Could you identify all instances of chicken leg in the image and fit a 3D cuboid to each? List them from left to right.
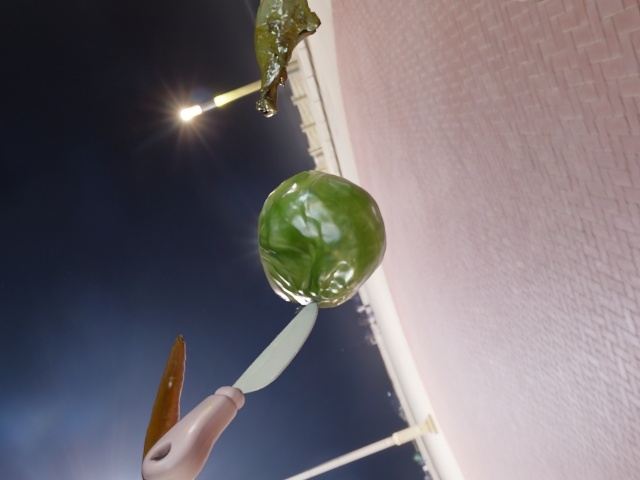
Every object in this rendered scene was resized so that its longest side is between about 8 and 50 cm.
[{"bbox_3d":[-0.050,-0.252,0.719,0.070,0.093,0.178,29,-107,-70],"label":"chicken leg"}]

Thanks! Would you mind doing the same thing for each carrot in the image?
[{"bbox_3d":[-0.198,0.223,0.702,0.048,0.048,0.216,-106,26,-78],"label":"carrot"}]

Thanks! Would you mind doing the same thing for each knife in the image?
[{"bbox_3d":[-0.087,0.172,0.688,0.336,0.081,0.043,-45,-66,-41],"label":"knife"}]

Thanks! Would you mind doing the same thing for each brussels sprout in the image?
[{"bbox_3d":[0.000,0.000,0.925,0.244,0.244,0.244,-22,-90,-89],"label":"brussels sprout"}]

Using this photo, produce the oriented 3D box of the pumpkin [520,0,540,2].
[{"bbox_3d":[0.283,-0.463,0.856,0.162,0.219,0.219,-53,43,37],"label":"pumpkin"}]
